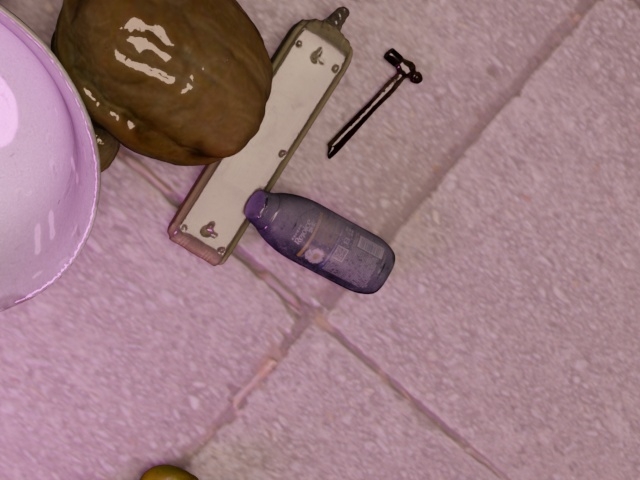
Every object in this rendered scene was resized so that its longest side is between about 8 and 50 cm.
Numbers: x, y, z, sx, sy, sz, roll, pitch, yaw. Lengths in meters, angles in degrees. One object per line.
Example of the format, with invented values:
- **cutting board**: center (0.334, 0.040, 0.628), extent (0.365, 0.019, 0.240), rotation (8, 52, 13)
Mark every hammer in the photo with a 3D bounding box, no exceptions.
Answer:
- **hammer**: center (0.065, -0.185, 1.500), extent (0.065, 0.021, 0.178), rotation (43, 89, -17)

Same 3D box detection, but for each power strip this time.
- **power strip**: center (-0.071, -0.148, 1.447), extent (0.092, 0.066, 0.387), rotation (32, 92, -16)

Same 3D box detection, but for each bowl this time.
- **bowl**: center (-0.445, -0.138, 1.244), extent (0.435, 0.196, 0.434), rotation (1, 120, 2)

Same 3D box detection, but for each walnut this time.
- **walnut**: center (-0.299, -0.124, 1.377), extent (0.092, 0.092, 0.092), rotation (-3, 100, -15)
- **walnut**: center (-0.189, -0.223, 1.318), extent (0.283, 0.227, 0.282), rotation (15, 65, -33)

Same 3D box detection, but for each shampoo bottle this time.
- **shampoo bottle**: center (0.000, 0.000, 1.466), extent (0.234, 0.049, 0.087), rotation (28, 92, -34)

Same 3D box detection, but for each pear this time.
- **pear**: center (-0.207, 0.354, 1.479), extent (0.097, 0.092, 0.092), rotation (-17, 104, 10)
